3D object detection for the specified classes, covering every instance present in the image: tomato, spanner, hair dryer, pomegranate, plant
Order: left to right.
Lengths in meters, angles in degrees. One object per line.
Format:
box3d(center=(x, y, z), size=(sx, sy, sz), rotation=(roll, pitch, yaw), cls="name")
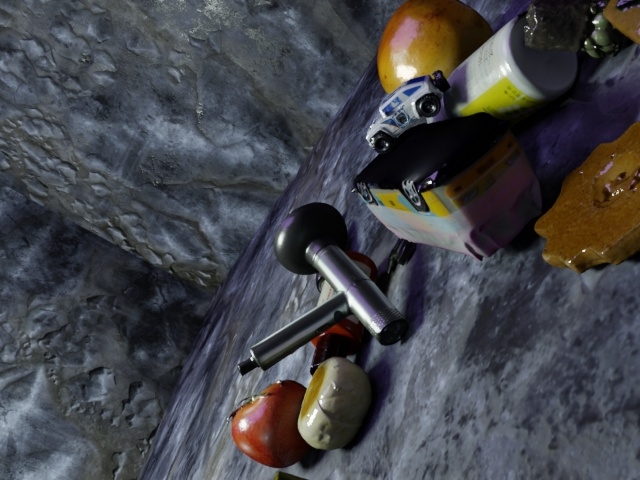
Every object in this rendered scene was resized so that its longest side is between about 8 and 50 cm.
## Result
box3d(center=(-0.082, 0.344, 1.190), size=(0.167, 0.167, 0.167), rotation=(-56, 13, 19), cls="tomato")
box3d(center=(-0.035, 0.089, 1.156), size=(0.320, 0.284, 0.156), rotation=(-120, 22, -49), cls="hair dryer")
box3d(center=(0.183, -0.053, 1.369), size=(0.087, 0.024, 0.316), rotation=(-56, 11, 43), cls="spanner")
box3d(center=(0.248, -0.385, 1.384), size=(0.264, 0.264, 0.264), rotation=(-56, 13, 19), cls="pomegranate")
box3d(center=(0.369, -0.309, 0.928), size=(0.094, 0.143, 0.092), rotation=(-50, -36, -75), cls="plant")

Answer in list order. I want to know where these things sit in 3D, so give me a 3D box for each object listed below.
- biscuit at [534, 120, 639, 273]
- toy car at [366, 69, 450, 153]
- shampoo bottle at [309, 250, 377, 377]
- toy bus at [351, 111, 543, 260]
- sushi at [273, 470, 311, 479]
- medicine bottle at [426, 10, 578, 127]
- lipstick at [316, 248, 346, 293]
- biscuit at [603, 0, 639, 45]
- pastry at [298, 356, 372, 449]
box3d(center=(0.322, -0.042, 0.734), size=(0.182, 0.034, 0.215), rotation=(-64, 10, -24), cls="biscuit")
box3d(center=(0.146, -0.224, 1.105), size=(0.170, 0.070, 0.080), rotation=(-37, 13, 27), cls="toy car")
box3d(center=(0.039, 0.152, 1.270), size=(0.104, 0.104, 0.278), rotation=(-48, 17, 44), cls="shampoo bottle")
box3d(center=(0.197, -0.081, 1.010), size=(0.171, 0.162, 0.386), rotation=(-43, 12, -5), cls="toy bus")
box3d(center=(-0.063, 0.456, 0.906), size=(0.291, 0.139, 0.131), rotation=(-76, 12, -48), cls="sushi")
box3d(center=(0.295, -0.257, 1.096), size=(0.143, 0.143, 0.258), rotation=(-65, 13, -21), cls="medicine bottle")
box3d(center=(0.030, 0.039, 1.638), size=(0.081, 0.081, 0.300), rotation=(-55, 13, 23), cls="lipstick")
box3d(center=(0.446, -0.361, 0.791), size=(0.278, 0.043, 0.301), rotation=(-5, 62, 50), cls="biscuit")
box3d(center=(0.022, 0.275, 1.090), size=(0.156, 0.092, 0.156), rotation=(-54, 11, 15), cls="pastry")
